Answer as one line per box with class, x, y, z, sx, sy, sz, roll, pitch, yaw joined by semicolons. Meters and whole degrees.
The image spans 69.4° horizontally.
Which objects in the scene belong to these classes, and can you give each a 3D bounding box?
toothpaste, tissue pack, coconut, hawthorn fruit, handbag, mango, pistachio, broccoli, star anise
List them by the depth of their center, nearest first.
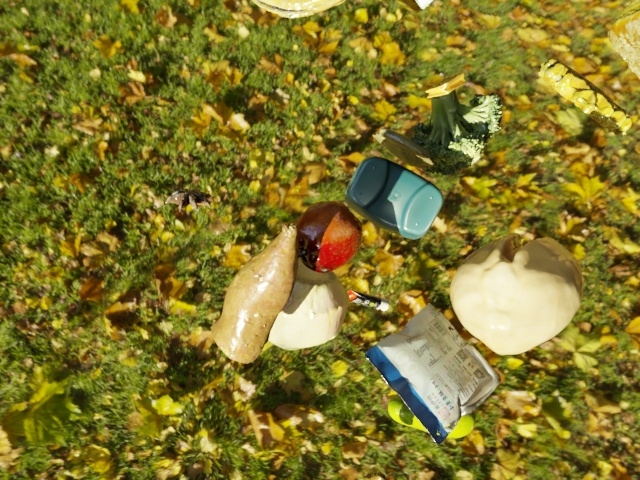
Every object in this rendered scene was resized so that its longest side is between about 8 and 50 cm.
pistachio;0.332;0.083;0.768;0.299;0.187;0.187;-13;67;-49
handbag;0.278;-0.342;1.021;0.083;0.061;0.027;-36;113;-32
hawthorn fruit;0.000;0.000;1.022;0.194;0.157;0.157;-37;79;-26
coconut;-0.053;0.180;1.226;0.260;0.259;0.259;6;65;-12
star anise;-0.385;-0.125;1.375;0.141;0.042;0.141;5;29;-3
tissue pack;0.226;-0.132;1.452;0.288;0.206;0.198;26;90;3
mango;0.370;0.575;1.548;0.294;0.175;0.142;7;86;0
broccoli;0.470;-0.372;1.585;0.376;0.302;0.249;-28;73;1
toothpaste;0.155;0.209;1.637;0.194;0.071;0.045;20;57;-32

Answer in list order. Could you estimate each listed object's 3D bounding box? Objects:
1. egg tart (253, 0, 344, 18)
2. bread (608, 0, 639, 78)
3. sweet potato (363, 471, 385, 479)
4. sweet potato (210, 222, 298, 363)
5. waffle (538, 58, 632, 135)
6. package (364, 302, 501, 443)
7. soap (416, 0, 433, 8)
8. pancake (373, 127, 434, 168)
egg tart;-0.040;-0.775;1.137;0.444;0.178;0.442;-2;84;22
bread;0.478;-0.242;0.530;0.184;0.234;0.110;42;96;-10
sweet potato;0.147;0.674;1.291;0.053;0.182;0.053;-12;55;-10
sweet potato;-0.119;0.094;0.948;0.131;0.336;0.131;22;25;-11
waffle;0.619;-0.346;1.092;0.219;0.057;0.229;16;39;-29
package;0.182;0.202;0.739;0.173;0.027;0.171;-29;69;-29
soap;0.259;-0.590;0.945;0.114;0.198;0.063;49;41;-10
pancake;0.266;-0.296;1.479;0.223;0.236;0.042;31;91;12
